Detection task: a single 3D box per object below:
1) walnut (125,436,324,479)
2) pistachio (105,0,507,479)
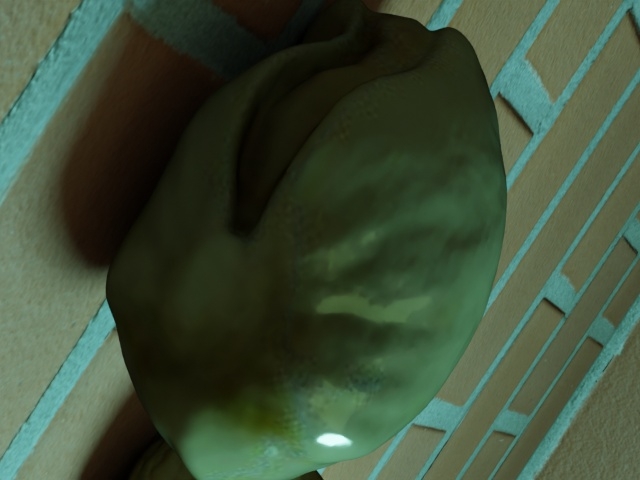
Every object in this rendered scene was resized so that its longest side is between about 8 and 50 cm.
[{"bbox_3d":[-0.097,0.282,1.652,0.261,0.225,0.225,-47,161,-51],"label":"walnut"},{"bbox_3d":[0.000,0.000,1.369,0.365,0.281,0.445,82,31,-51],"label":"pistachio"}]
